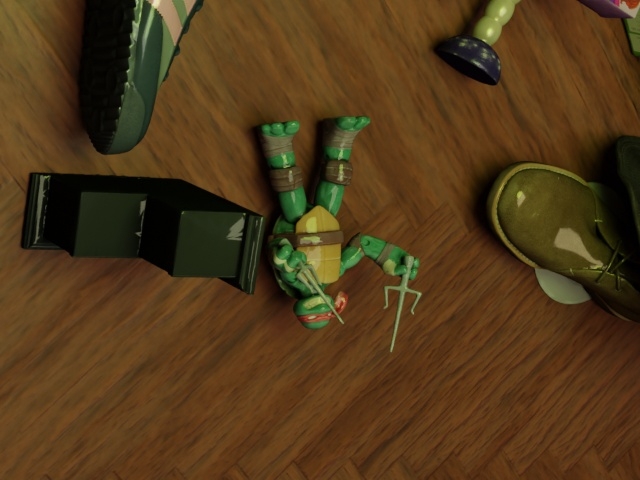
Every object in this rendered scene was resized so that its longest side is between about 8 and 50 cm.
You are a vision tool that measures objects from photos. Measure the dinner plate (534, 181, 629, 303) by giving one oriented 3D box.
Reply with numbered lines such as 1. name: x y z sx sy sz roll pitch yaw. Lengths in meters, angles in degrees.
1. dinner plate: 0.296 0.005 1.931 0.141 0.017 0.141 -12 113 -31

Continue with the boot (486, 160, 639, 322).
1. boot: 0.301 0.009 1.853 0.305 0.115 0.112 32 88 -36

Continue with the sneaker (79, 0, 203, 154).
1. sneaker: -0.124 -0.225 1.510 0.131 0.112 0.319 5 103 -32

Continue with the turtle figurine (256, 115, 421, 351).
1. turtle figurine: 0.000 0.000 1.664 0.175 0.118 0.234 -10 95 -47

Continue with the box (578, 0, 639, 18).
1. box: 0.272 -0.387 1.653 0.201 0.057 0.293 26 85 -28

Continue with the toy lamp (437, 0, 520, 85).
1. toy lamp: 0.215 -0.291 1.743 0.080 0.080 0.275 32 85 -37

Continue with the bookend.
1. bookend: -0.157 -0.007 1.528 0.156 0.157 0.072 1 103 -35

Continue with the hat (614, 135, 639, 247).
1. hat: 0.457 0.001 1.868 0.331 0.134 0.331 38 37 -36

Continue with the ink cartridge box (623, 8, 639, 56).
1. ink cartridge box: 0.398 -0.340 1.842 0.188 0.097 0.255 -34 121 -21
